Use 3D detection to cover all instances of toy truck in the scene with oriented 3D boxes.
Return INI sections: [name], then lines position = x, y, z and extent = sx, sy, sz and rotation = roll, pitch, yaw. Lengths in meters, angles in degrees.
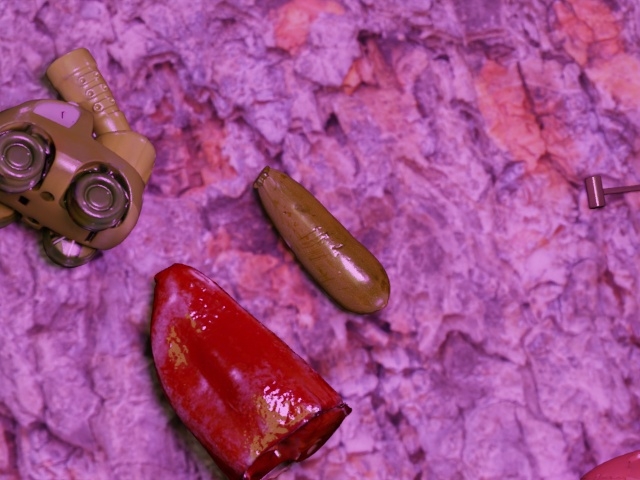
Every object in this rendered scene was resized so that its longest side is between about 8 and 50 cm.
[toy truck]
position = -0.257, -0.083, 1.740
extent = 0.187, 0.148, 0.210
rotation = 42, 57, -1

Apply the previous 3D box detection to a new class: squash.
[squash]
position = 0.000, 0.000, 1.789
extent = 0.066, 0.066, 0.201
rotation = -41, 88, -12

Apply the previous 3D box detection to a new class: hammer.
[hammer]
position = 0.354, -0.060, 1.869
extent = 0.110, 0.019, 0.035
rotation = -7, 82, -11

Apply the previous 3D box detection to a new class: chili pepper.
[chili pepper]
position = -0.103, 0.140, 1.743
extent = 0.252, 0.136, 0.144
rotation = 46, 123, 12

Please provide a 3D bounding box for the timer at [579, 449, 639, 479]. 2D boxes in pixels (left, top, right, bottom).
[timer]
position = 0.357, 0.323, 1.699
extent = 0.230, 0.229, 0.214
rotation = -4, 72, -8
